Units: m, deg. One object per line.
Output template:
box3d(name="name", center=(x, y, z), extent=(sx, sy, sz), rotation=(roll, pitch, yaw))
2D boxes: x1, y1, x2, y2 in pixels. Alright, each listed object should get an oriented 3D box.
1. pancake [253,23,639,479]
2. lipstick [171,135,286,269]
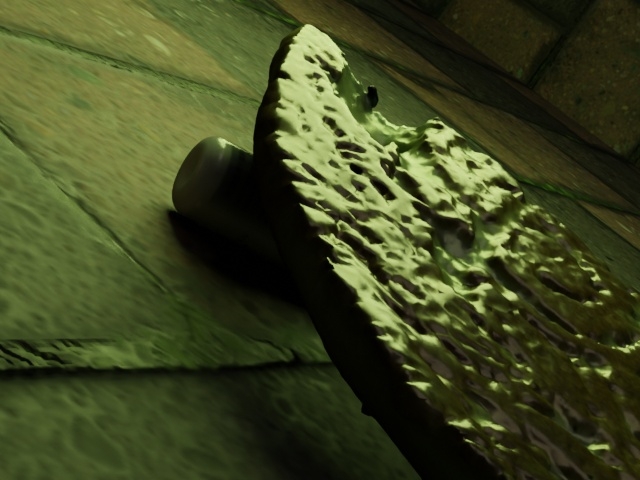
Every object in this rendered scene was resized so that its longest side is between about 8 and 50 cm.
box3d(name="pancake", center=(0.069, 0.036, 0.520), extent=(0.197, 0.054, 0.376), rotation=(8, 40, -37))
box3d(name="lipstick", center=(0.000, 0.000, 0.594), extent=(0.141, 0.040, 0.040), rotation=(29, 15, -23))
